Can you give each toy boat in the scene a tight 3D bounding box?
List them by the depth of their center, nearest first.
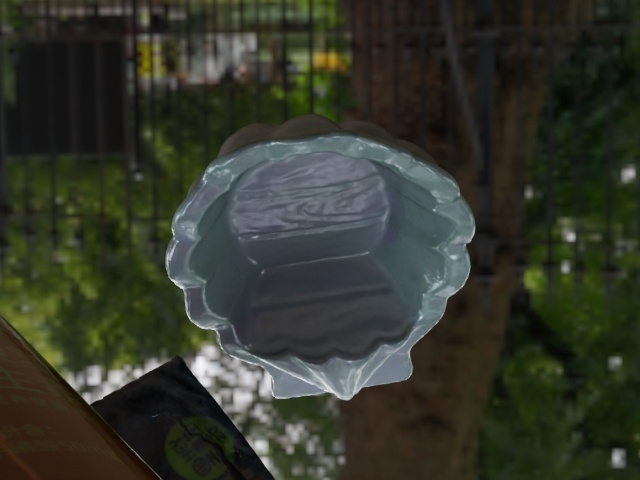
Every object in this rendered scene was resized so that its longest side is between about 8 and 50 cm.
[{"bbox_3d":[0.000,0.000,1.149,0.199,0.290,0.100,-5,-130,0],"label":"toy boat"}]

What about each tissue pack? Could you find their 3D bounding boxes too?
[{"bbox_3d":[-0.140,0.197,1.088,0.235,0.173,0.073,-27,161,-28],"label":"tissue pack"}]

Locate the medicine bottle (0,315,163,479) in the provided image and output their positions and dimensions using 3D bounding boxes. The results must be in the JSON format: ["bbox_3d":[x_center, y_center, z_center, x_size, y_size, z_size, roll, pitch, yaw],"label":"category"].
[{"bbox_3d":[-0.074,0.071,0.339,0.096,0.096,0.192,-6,-154,-33],"label":"medicine bottle"}]
